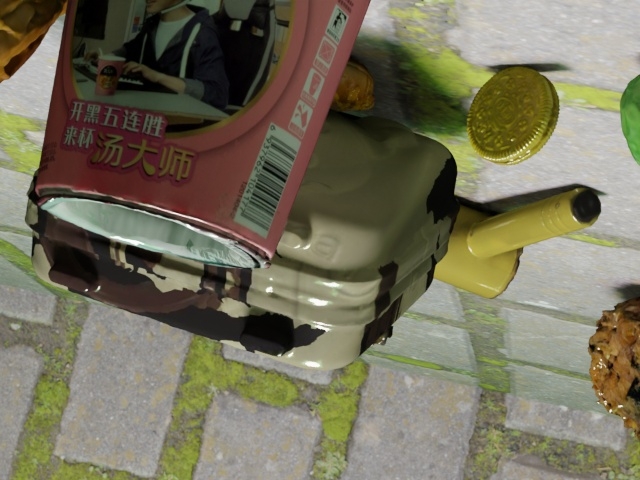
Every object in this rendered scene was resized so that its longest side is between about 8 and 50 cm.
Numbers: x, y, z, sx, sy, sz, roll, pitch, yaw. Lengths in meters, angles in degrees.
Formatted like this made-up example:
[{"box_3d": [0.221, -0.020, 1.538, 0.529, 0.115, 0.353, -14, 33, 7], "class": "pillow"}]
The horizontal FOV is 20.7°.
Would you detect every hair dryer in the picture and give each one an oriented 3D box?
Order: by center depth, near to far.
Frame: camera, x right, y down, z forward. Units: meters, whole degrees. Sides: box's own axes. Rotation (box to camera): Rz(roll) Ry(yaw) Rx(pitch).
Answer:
[{"box_3d": [0.189, -0.015, 1.852, 0.135, 0.090, 0.278, 21, 161, -23], "class": "hair dryer"}]

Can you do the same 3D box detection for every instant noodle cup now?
[{"box_3d": [-0.082, -0.123, 1.176, 0.244, 0.255, 0.244, 15, 171, 2], "class": "instant noodle cup"}]

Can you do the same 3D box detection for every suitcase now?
[{"box_3d": [-0.056, -0.046, 1.593, 0.351, 0.194, 0.339, 18, -156, 20], "class": "suitcase"}]

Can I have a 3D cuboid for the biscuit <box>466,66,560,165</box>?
[{"box_3d": [0.156, -0.101, 1.425, 0.084, 0.084, 0.023, 2, 163, 44], "class": "biscuit"}]

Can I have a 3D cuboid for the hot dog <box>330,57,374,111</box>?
[{"box_3d": [-0.030, -0.147, 1.518, 0.165, 0.045, 0.071, 15, 168, -5], "class": "hot dog"}]

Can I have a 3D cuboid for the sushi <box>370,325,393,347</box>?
[{"box_3d": [-0.003, 0.005, 1.914, 0.139, 0.131, 0.291, 8, 148, 23], "class": "sushi"}]

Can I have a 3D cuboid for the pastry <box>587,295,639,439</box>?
[{"box_3d": [0.456, 0.173, 2.136, 0.274, 0.193, 0.275, 12, 167, 3], "class": "pastry"}]

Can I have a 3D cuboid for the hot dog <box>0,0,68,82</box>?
[{"box_3d": [-0.321, -0.194, 1.245, 0.267, 0.174, 0.387, 29, -178, -18], "class": "hot dog"}]

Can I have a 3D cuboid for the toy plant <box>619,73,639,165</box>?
[{"box_3d": [0.418, 0.009, 1.355, 0.356, 0.211, 0.317, 19, 173, 36], "class": "toy plant"}]
